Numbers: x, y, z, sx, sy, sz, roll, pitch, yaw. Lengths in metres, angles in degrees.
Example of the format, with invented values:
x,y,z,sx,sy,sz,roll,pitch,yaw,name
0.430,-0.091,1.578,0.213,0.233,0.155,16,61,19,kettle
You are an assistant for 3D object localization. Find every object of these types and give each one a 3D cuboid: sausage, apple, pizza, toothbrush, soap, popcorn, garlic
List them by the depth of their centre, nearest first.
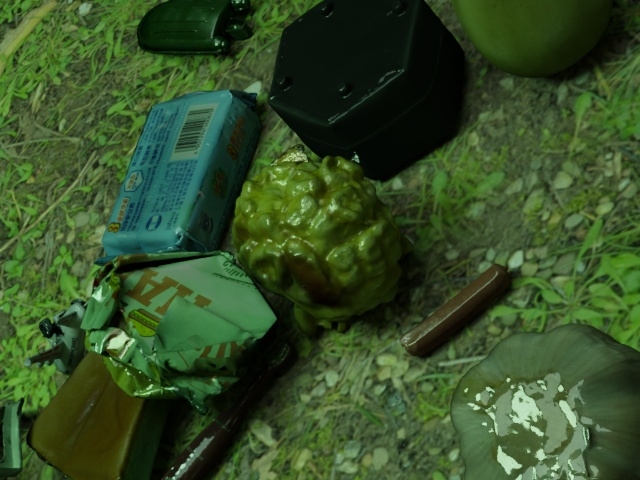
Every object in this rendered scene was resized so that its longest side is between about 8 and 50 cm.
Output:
x,y,z,sx,sy,sz,roll,pitch,yaw,name
0.237,0.188,1.523,0.228,0.152,0.228,-13,59,22,garlic
0.151,0.077,1.750,0.147,0.030,0.035,-38,48,7,sausage
0.001,0.001,1.813,0.218,0.189,0.169,14,61,48,popcorn
-0.148,0.261,1.829,0.364,0.041,0.041,-51,45,-5,toothbrush
0.243,-0.290,1.846,0.200,0.200,0.200,-19,50,24,apple
-0.034,-0.050,1.975,0.108,0.026,0.123,41,100,24,pizza
-0.180,-0.082,2.071,0.156,0.077,0.293,-2,58,36,soap

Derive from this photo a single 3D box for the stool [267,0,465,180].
x,y,z,sx,sy,sz,roll,pitch,yaw,name
0.058,-0.200,1.938,0.232,0.141,0.232,-18,51,24,stool

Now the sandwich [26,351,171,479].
x,y,z,sx,sy,sz,roll,pitch,yaw,name
-0.236,0.205,1.890,0.212,0.063,0.245,-53,37,-9,sandwich

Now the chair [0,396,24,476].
x,y,z,sx,sy,sz,roll,pitch,yaw,name
-0.486,0.267,1.913,0.203,0.275,0.190,-40,50,25,chair

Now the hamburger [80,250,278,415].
x,y,z,sx,sy,sz,roll,pitch,yaw,name
-0.162,0.116,1.834,0.214,0.125,0.235,-14,57,-25,hamburger

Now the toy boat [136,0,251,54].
x,y,z,sx,sy,sz,roll,pitch,yaw,name
-0.187,-0.308,2.257,0.210,0.052,0.104,4,65,39,toy boat

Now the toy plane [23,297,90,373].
x,y,z,sx,sy,sz,roll,pitch,yaw,name
-0.314,0.120,1.984,0.162,0.065,0.171,-35,-8,-33,toy plane
